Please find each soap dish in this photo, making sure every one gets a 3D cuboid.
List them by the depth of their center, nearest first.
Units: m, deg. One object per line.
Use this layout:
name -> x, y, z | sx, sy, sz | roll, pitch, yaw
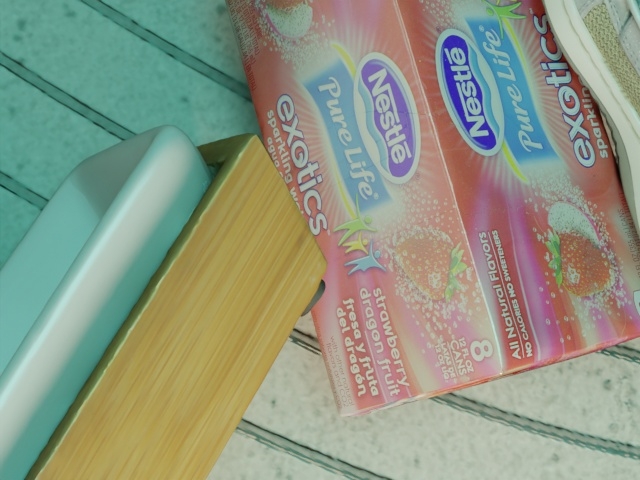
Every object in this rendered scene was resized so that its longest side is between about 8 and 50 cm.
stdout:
soap dish -> -0.130, 0.086, 0.609 | 0.118, 0.229, 0.291 | 37, 73, -20

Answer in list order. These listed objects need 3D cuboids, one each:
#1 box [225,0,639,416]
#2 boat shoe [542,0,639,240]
box -> 0.066, -0.063, 0.687 | 0.154, 0.142, 0.300 | -8, 79, -39
boat shoe -> 0.213, -0.102, 0.660 | 0.118, 0.103, 0.320 | -11, 82, -50
